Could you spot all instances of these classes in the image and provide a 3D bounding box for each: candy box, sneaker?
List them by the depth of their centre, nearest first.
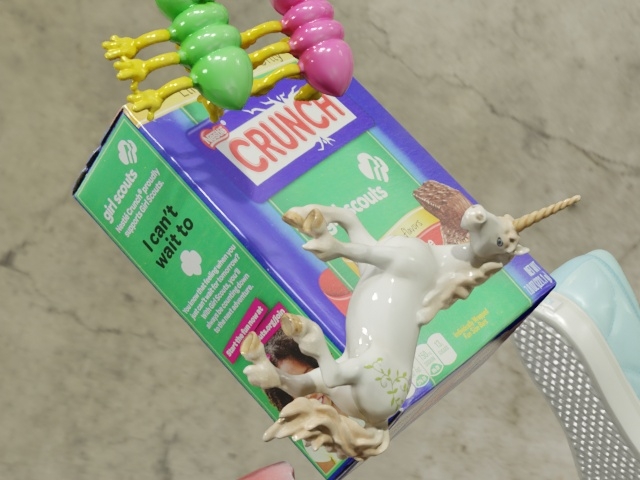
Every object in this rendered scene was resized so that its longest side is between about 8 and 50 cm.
[{"bbox_3d":[0.000,0.000,1.254,0.317,0.268,0.122,45,128,11],"label":"candy box"},{"bbox_3d":[0.331,0.170,1.556,0.150,0.366,0.135,-42,28,-26],"label":"sneaker"}]

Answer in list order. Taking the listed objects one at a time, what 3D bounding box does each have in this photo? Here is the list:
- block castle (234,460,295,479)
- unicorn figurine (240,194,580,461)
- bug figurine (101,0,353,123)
[{"bbox_3d":[-0.018,0.379,0.899,0.213,0.453,0.303,-14,41,-17],"label":"block castle"},{"bbox_3d":[0.031,0.027,0.711,0.162,0.111,0.060,-65,25,-2],"label":"unicorn figurine"},{"bbox_3d":[-0.061,-0.174,0.897,0.072,0.279,0.216,-26,84,28],"label":"bug figurine"}]
